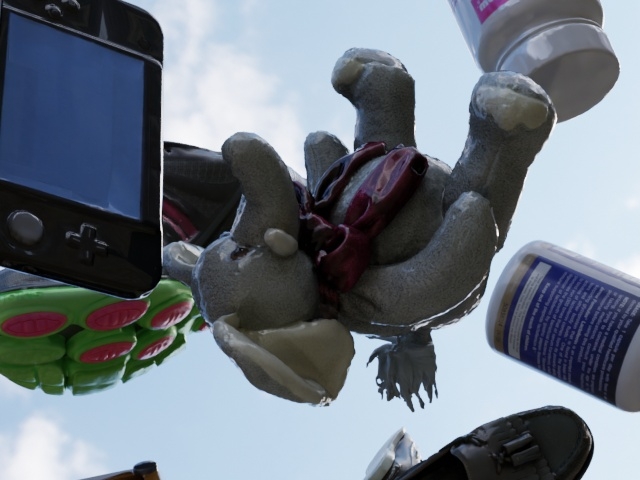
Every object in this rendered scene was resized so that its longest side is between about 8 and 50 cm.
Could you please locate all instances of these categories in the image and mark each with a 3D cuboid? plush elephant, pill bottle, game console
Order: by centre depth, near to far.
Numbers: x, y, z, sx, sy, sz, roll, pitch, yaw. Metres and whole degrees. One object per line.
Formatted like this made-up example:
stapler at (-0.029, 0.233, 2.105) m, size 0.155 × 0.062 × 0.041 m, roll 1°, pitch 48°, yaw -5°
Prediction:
game console at (-0.200, -0.137, 1.029) m, size 0.250 × 0.293 × 0.173 m, roll 17°, pitch -37°, yaw -30°
plush elephant at (0.000, 0.000, 1.130) m, size 0.255 × 0.272 × 0.330 m, roll -5°, pitch -68°, yaw -31°
pill bottle at (0.233, -0.282, 1.586) m, size 0.160 × 0.283 × 0.160 m, roll -15°, pitch -31°, yaw -9°
pill bottle at (0.340, 0.112, 1.602) m, size 0.153 × 0.264 × 0.153 m, roll -37°, pitch -40°, yaw -40°

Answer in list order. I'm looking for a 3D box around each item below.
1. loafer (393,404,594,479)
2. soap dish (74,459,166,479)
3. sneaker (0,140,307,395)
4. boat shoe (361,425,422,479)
loafer at (0.117, 0.223, 1.172) m, size 0.267 × 0.096 × 0.084 m, roll -30°, pitch -29°, yaw 0°
soap dish at (-0.214, 0.308, 1.203) m, size 0.228 × 0.291 × 0.118 m, roll -10°, pitch -75°, yaw -11°
sneaker at (-0.189, 0.012, 1.437) m, size 0.483 × 0.202 × 0.185 m, roll -25°, pitch -24°, yaw -50°
boat shoe at (0.109, 0.327, 1.940) m, size 0.081 × 0.068 × 0.228 m, roll -52°, pitch -4°, yaw 11°
